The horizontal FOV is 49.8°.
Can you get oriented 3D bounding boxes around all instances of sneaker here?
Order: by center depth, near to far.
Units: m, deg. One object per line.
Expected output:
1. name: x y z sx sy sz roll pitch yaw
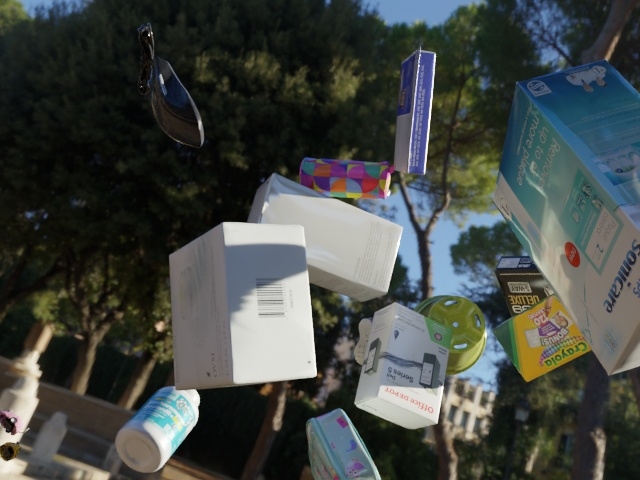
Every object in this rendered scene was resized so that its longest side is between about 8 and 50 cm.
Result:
1. sneaker: 0.148 0.306 2.105 0.061 0.157 0.065 19 21 28

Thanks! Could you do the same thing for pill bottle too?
1. pill bottle: -0.429 0.497 1.881 0.146 0.264 0.146 6 -68 15

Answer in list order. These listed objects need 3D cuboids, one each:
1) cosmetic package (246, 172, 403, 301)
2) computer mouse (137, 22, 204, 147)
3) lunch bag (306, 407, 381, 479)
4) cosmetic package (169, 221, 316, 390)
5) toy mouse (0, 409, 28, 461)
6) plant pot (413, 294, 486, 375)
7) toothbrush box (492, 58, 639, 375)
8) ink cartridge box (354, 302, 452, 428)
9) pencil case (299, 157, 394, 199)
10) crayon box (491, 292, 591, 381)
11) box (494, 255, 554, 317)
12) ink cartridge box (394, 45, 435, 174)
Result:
1. cosmetic package: 0.000 0.000 1.725 0.366 0.196 0.155 22 -19 -15
2. computer mouse: -0.288 -0.243 1.250 0.262 0.060 0.184 60 -23 22
3. lunch bag: 0.044 0.542 1.638 0.224 0.108 0.279 55 -24 37
4. cosmetic package: -0.129 0.107 1.051 0.138 0.223 0.225 2 -14 -31
5. toy mouse: -0.672 0.393 1.461 0.161 0.031 0.143 -32 -95 30
6. plant pot: 0.425 0.290 2.243 0.276 0.276 0.254 18 -14 7
7. toothbrush box: 0.335 -0.030 0.805 0.126 0.295 0.216 -17 -37 -9
8. ink cartridge box: 0.223 0.334 1.827 0.198 0.272 0.115 27 -32 -18
9. pencil case: 0.065 -0.156 1.740 0.237 0.104 0.104 4 -23 6
10. crayon box: 0.613 0.234 1.803 0.278 0.081 0.165 -40 -103 35
11. box: 0.703 0.155 2.053 0.308 0.076 0.242 -2 -53 37
12. ink cartridge box: 0.245 -0.323 1.773 0.072 0.303 0.307 4 8 -3
